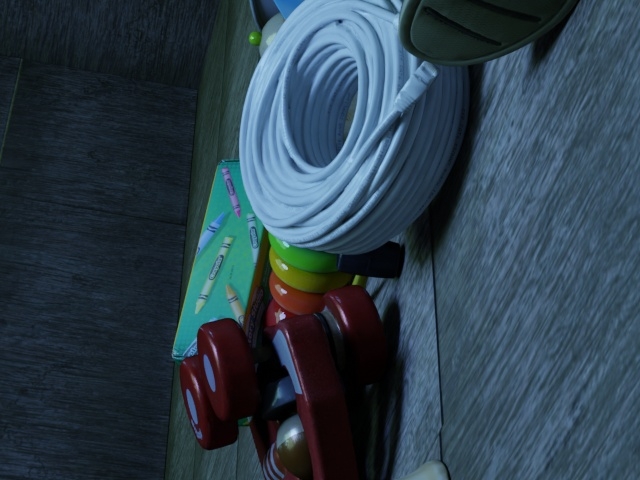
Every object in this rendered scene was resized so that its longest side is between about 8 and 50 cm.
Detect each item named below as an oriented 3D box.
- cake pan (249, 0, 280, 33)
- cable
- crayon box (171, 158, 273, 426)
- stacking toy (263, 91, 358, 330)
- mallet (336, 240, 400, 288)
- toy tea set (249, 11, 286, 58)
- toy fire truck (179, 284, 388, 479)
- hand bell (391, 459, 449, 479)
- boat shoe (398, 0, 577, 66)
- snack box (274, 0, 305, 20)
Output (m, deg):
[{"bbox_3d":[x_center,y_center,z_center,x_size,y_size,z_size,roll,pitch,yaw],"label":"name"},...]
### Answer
[{"bbox_3d":[-0.043,-0.434,2.213,0.293,0.054,0.293,5,-90,-77],"label":"cake pan"},{"bbox_3d":[0.025,-0.116,1.414,0.257,0.089,0.257,-61,37,21],"label":"cable"},{"bbox_3d":[-0.086,0.061,1.830,0.165,0.081,0.278,65,-150,-51],"label":"crayon box"},{"bbox_3d":[0.000,0.000,1.675,0.141,0.141,0.330,-93,8,-51],"label":"stacking toy"},{"bbox_3d":[0.050,0.045,1.580,0.189,0.062,0.039,85,-169,-67],"label":"mallet"},{"bbox_3d":[-0.058,-0.168,2.108,0.200,0.124,0.336,174,105,-80],"label":"toy tea set"},{"bbox_3d":[-0.017,0.198,1.519,0.302,0.169,0.253,122,131,-67],"label":"toy fire truck"},{"bbox_3d":[-0.029,0.220,1.228,0.126,0.242,0.126,-170,90,-81],"label":"hand bell"},{"bbox_3d":[0.147,-0.240,1.080,0.302,0.113,0.103,129,152,-50],"label":"boat shoe"},{"bbox_3d":[-0.011,-0.349,1.902,0.187,0.060,0.322,57,-161,-35],"label":"snack box"}]
